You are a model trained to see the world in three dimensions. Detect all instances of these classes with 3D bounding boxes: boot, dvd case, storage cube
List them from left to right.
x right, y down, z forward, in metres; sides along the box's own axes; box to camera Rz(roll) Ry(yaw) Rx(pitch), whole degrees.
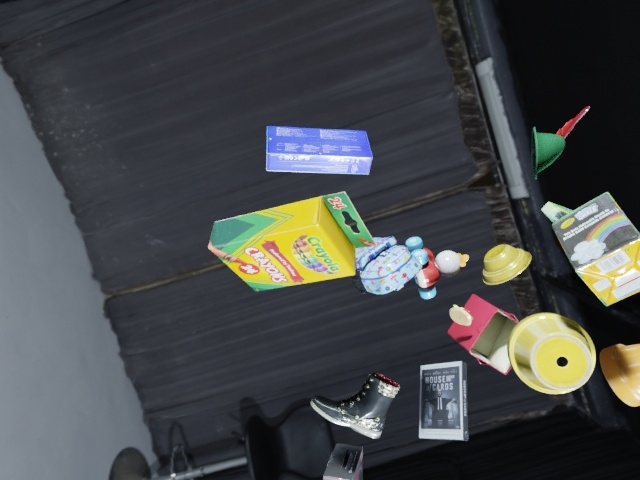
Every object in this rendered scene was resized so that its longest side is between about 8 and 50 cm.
[{"bbox_3d":[0.107,0.470,1.397,0.085,0.236,0.179,-85,-160,-83],"label":"boot"},{"bbox_3d":[0.400,0.524,1.519,0.029,0.179,0.239,23,60,-31],"label":"dvd case"},{"bbox_3d":[0.626,0.344,1.733,0.183,0.215,0.193,31,4,-12],"label":"storage cube"}]

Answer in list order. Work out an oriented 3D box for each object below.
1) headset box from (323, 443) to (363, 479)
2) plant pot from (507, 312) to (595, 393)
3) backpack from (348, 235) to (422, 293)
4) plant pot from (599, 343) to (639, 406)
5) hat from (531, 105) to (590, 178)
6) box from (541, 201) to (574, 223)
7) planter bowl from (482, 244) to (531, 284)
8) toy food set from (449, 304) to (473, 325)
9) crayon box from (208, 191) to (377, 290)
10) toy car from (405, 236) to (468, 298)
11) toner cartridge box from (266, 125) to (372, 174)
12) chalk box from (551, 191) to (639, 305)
[{"bbox_3d":[0.086,0.907,1.686,0.218,0.110,0.293,-22,112,-74],"label":"headset box"},{"bbox_3d":[0.720,0.356,1.430,0.239,0.253,0.254,15,57,-72],"label":"plant pot"},{"bbox_3d":[0.163,0.064,1.184,0.117,0.158,0.173,62,-19,-13],"label":"backpack"},{"bbox_3d":[1.097,0.431,1.563,0.205,0.188,0.205,21,49,-25],"label":"plant pot"},{"bbox_3d":[0.828,-0.320,1.589,0.173,0.183,0.209,-64,146,-53],"label":"hat"},{"bbox_3d":[1.157,-0.037,2.053,0.058,0.232,0.322,-62,-153,30],"label":"box"},{"bbox_3d":[0.747,0.081,1.922,0.090,0.217,0.217,52,9,-9],"label":"planter bowl"},{"bbox_3d":[0.487,0.261,1.611,0.020,0.083,0.083,-45,148,-34],"label":"toy food set"},{"bbox_3d":[-0.057,0.012,1.023,0.202,0.318,0.081,52,34,-45],"label":"crayon box"},{"bbox_3d":[0.512,0.096,1.993,0.210,0.237,0.219,-91,163,-61],"label":"toy car"},{"bbox_3d":[-0.009,-0.307,1.575,0.165,0.347,0.075,-96,-170,-46],"label":"toner cartridge box"},{"bbox_3d":[0.810,0.004,1.331,0.179,0.180,0.289,41,32,-20],"label":"chalk box"}]
